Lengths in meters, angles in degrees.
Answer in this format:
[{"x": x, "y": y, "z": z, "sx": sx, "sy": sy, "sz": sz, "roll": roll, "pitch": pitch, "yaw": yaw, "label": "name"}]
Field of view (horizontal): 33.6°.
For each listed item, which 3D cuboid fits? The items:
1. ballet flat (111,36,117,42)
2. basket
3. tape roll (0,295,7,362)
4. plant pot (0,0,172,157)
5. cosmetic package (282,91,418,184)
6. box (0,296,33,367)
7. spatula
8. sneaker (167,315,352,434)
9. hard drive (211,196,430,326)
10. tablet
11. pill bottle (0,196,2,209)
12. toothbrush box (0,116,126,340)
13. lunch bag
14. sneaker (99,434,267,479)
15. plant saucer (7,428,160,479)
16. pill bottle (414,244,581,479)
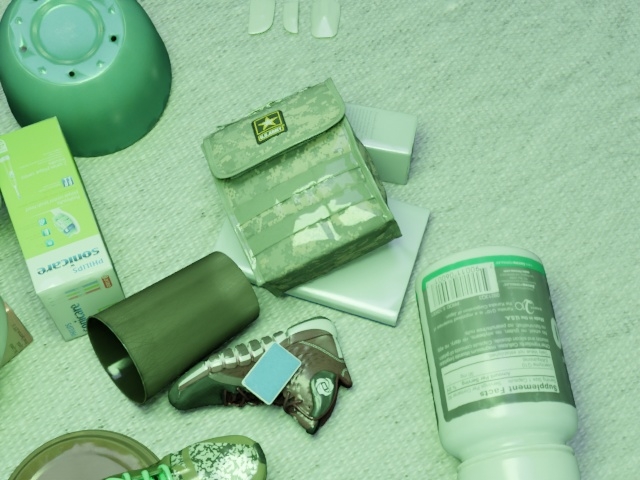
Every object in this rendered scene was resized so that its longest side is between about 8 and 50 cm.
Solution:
[{"x": -0.433, "y": -0.387, "z": 1.928, "sx": 0.232, "sy": 0.080, "sz": 0.073, "roll": -1, "pitch": 37, "yaw": -4, "label": "ballet flat"}, {"x": -0.220, "y": 0.126, "z": 1.629, "sx": 0.227, "sy": 0.204, "sz": 0.154, "roll": -32, "pitch": 86, "yaw": -25, "label": "basket"}, {"x": -0.593, "y": 0.126, "z": 1.496, "sx": 0.286, "sy": 0.100, "sz": 0.286, "roll": 1, "pitch": 66, "yaw": -1, "label": "tape roll"}, {"x": -0.399, "y": -0.305, "z": 1.751, "sx": 0.293, "sy": 0.235, "sz": 0.293, "roll": 1, "pitch": 81, "yaw": -4, "label": "plant pot"}, {"x": 0.043, "y": -0.172, "z": 1.795, "sx": 0.231, "sy": 0.117, "sz": 0.085, "roll": 10, "pitch": 67, "yaw": 3, "label": "cosmetic package"}, {"x": -0.579, "y": 0.164, "z": 1.615, "sx": 0.127, "sy": 0.148, "sz": 0.232, "roll": 42, "pitch": 72, "yaw": 16, "label": "box"}, {"x": -0.044, "y": -0.484, "z": 1.997, "sx": 0.168, "sy": 0.019, "sz": 0.242, "roll": 1, "pitch": 64, "yaw": 6, "label": "spatula"}, {"x": -0.078, "y": 0.235, "z": 1.612, "sx": 0.281, "sy": 0.106, "sz": 0.162, "roll": -23, "pitch": 70, "yaw": -11, "label": "sneaker"}, {"x": 0.000, "y": 0.000, "z": 1.755, "sx": 0.319, "sy": 0.040, "sz": 0.210, "roll": 16, "pitch": 66, "yaw": 7, "label": "hard drive"}, {"x": -0.073, "y": 0.197, "z": 1.580, "sx": 0.054, "sy": 0.006, "sz": 0.083, "roll": 38, "pitch": 66, "yaw": 2, "label": "tablet"}, {"x": -0.697, "y": -0.092, "z": 1.575, "sx": 0.392, "sy": 0.224, "sz": 0.224, "roll": -17, "pitch": 66, "yaw": -18, "label": "pill bottle"}, {"x": -0.409, "y": -0.015, "z": 1.670, "sx": 0.122, "sy": 0.206, "sz": 0.283, "roll": -20, "pitch": 66, "yaw": -10, "label": "toothbrush box"}, {"x": -0.036, "y": -0.095, "z": 1.652, "sx": 0.235, "sy": 0.169, "sz": 0.287, "roll": -26, "pitch": 75, "yaw": 4, "label": "lunch bag"}, {"x": -0.263, "y": 0.376, "z": 1.456, "sx": 0.410, "sy": 0.182, "sz": 0.158, "roll": -23, "pitch": 67, "yaw": -11, "label": "sneaker"}, {"x": -0.347, "y": 0.411, "z": 1.562, "sx": 0.278, "sy": 0.041, "sz": 0.277, "roll": 0, "pitch": 66, "yaw": 0, "label": "plant saucer"}, {"x": 0.264, "y": 0.207, "z": 1.570, "sx": 0.204, "sy": 0.204, "sz": 0.361, "roll": -6, "pitch": 65, "yaw": -3, "label": "pill bottle"}]
